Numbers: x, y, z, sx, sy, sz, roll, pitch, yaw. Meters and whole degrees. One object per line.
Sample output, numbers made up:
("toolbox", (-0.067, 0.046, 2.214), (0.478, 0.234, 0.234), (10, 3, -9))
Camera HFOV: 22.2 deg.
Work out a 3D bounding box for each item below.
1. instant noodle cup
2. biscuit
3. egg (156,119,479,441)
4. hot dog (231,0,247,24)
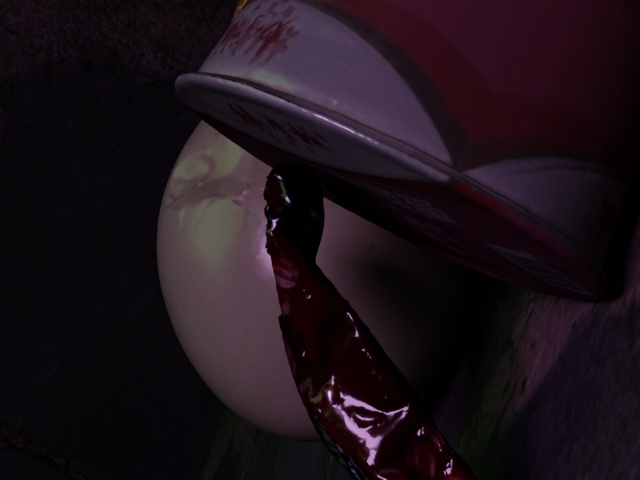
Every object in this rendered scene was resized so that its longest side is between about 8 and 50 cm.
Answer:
("instant noodle cup", (0.069, -0.097, 0.800), (0.178, 0.234, 0.235), (-64, 5, -6))
("biscuit", (0.025, 0.074, 0.809), (0.063, 0.235, 0.151), (-31, -11, -6))
("egg", (0.000, 0.000, 1.088), (0.219, 0.219, 0.269), (118, 167, -59))
("hot dog", (0.070, -0.148, 0.956), (0.259, 0.175, 0.114), (-48, 6, -13))
